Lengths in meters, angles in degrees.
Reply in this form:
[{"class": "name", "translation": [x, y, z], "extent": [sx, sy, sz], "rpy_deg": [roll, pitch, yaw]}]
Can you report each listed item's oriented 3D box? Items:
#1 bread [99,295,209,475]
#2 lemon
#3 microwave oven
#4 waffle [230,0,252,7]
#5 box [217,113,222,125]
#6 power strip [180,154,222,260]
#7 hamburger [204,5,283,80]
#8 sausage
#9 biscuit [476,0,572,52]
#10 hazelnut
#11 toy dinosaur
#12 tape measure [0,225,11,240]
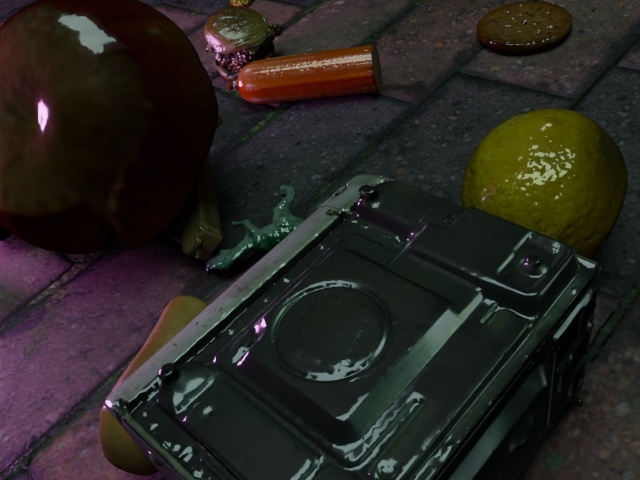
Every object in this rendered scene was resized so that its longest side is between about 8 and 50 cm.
[{"class": "bread", "translation": [-0.177, 0.176, 0.776], "extent": [0.098, 0.147, 0.217], "rpy_deg": [21, 52, 6]}, {"class": "lemon", "translation": [0.288, -0.066, 0.835], "extent": [0.204, 0.204, 0.260], "rpy_deg": [7, 52, 23]}, {"class": "microwave oven", "translation": [0.043, 0.147, 0.660], "extent": [0.333, 0.247, 0.394], "rpy_deg": [26, 57, 37]}, {"class": "waffle", "translation": [-0.202, -0.651, 1.722], "extent": [0.078, 0.016, 0.085], "rpy_deg": [28, 58, 37]}, {"class": "box", "translation": [-0.287, -0.242, 1.323], "extent": [0.155, 0.023, 0.087], "rpy_deg": [17, 55, 31]}, {"class": "power strip", "translation": [-0.206, -0.065, 1.077], "extent": [0.064, 0.044, 0.305], "rpy_deg": [-47, 34, 21]}, {"class": "hamburger", "translation": [-0.165, -0.444, 1.415], "extent": [0.185, 0.131, 0.159], "rpy_deg": [-21, 47, -11]}, {"class": "sausage", "translation": [-0.039, -0.327, 1.284], "extent": [0.312, 0.093, 0.093], "rpy_deg": [-3, 45, 14]}, {"class": "biscuit", "translation": [0.413, -0.433, 1.302], "extent": [0.187, 0.027, 0.188], "rpy_deg": [-8, 43, 7]}, {"class": "hazelnut", "translation": [-0.336, -0.168, 1.001], "extent": [0.359, 0.409, 0.359], "rpy_deg": [23, 23, -11]}, {"class": "toy dinosaur", "translation": [-0.002, -0.039, 0.988], "extent": [0.383, 0.076, 0.129], "rpy_deg": [-17, 53, 10]}, {"class": "tape measure", "translation": [-0.582, -0.101, 1.162], "extent": [0.202, 0.135, 0.223], "rpy_deg": [-30, 39, 1]}]
